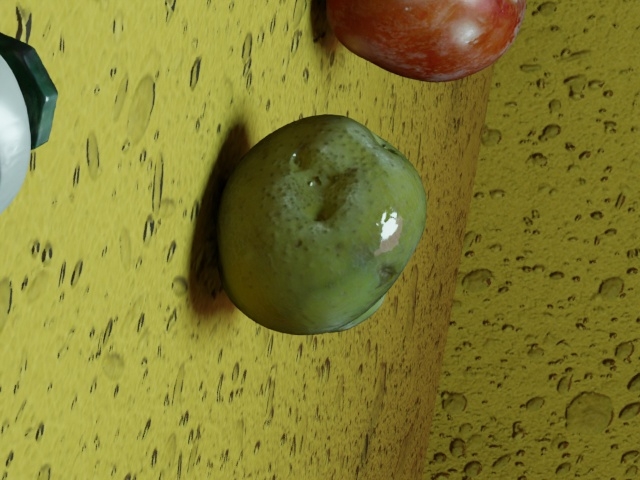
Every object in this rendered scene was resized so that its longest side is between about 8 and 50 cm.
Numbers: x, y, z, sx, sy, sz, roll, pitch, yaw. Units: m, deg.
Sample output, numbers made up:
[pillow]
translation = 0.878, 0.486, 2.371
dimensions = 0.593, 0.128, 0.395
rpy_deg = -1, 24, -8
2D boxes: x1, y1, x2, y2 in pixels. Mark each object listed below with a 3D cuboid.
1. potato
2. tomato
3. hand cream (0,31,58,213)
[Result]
[potato]
translation = 0.000, 0.000, 1.191
dimensions = 0.194, 0.157, 0.157
rpy_deg = 82, 22, -65
[tomato]
translation = 0.076, -0.216, 1.372
dimensions = 0.187, 0.151, 0.187
rpy_deg = 34, 42, -37
[hand cream]
translation = -0.183, 0.000, 0.502
dimensions = 0.336, 0.076, 0.121
rpy_deg = -44, 143, -61
